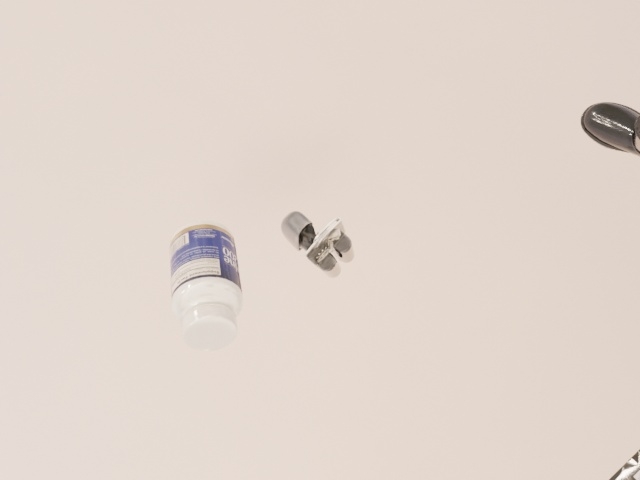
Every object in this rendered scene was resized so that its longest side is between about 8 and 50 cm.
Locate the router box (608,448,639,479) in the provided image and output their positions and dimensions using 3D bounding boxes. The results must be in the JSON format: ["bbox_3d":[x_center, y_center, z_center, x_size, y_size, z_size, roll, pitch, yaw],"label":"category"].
[{"bbox_3d":[0.620,0.362,1.072,0.309,0.081,0.243,22,-69,-43],"label":"router box"}]

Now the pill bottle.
[{"bbox_3d":[-0.110,0.043,0.629,0.067,0.120,0.067,-8,-44,-8],"label":"pill bottle"}]

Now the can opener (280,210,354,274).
[{"bbox_3d":[0.000,0.000,1.056,0.095,0.283,0.076,41,-93,9],"label":"can opener"}]

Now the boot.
[{"bbox_3d":[0.628,-0.221,1.288,0.094,0.246,0.207,-57,-23,9],"label":"boot"}]
